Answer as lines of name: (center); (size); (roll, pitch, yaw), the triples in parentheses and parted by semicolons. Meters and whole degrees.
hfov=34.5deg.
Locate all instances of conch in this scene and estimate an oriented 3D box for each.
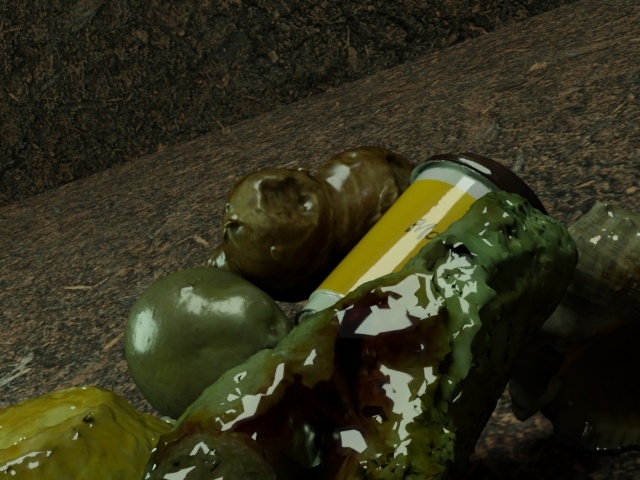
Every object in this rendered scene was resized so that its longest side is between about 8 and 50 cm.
conch: (0.252, 0.075, 0.851); (0.245, 0.163, 0.178); (-52, 48, 20)

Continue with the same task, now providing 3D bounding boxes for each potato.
potato: (-0.131, 0.122, 1.192); (0.235, 0.177, 0.160); (-9, 11, 36)

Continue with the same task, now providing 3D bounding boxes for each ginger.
ginger: (0.011, -0.002, 1.318); (0.358, 0.152, 0.274); (-13, -27, -31)

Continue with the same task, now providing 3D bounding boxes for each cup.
cup: (0.113, 0.040, 1.125); (0.280, 0.196, 0.196); (-40, 23, -25)

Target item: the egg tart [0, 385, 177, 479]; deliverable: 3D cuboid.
egg tart: (-0.289, 0.260, 1.024); (0.388, 0.168, 0.388); (-19, 13, 5)

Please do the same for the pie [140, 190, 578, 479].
pie: (0.023, 0.157, 0.765); (0.418, 0.180, 0.395); (-36, -14, -38)
